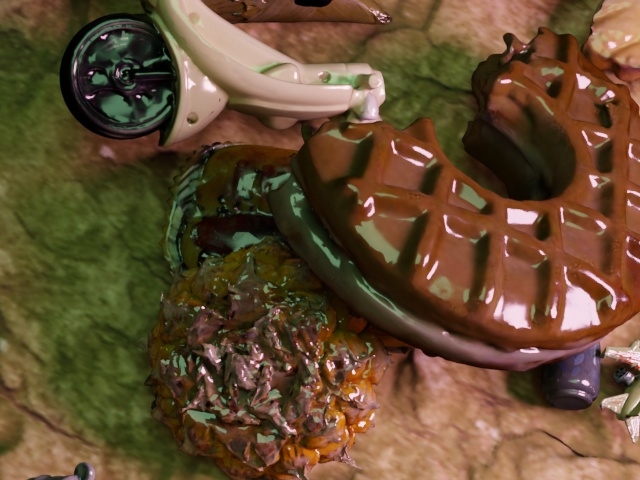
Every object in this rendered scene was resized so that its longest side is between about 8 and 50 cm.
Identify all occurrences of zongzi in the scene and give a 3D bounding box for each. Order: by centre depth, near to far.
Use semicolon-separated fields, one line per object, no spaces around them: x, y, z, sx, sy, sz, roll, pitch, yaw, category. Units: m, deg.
-0.052;-0.212;1.334;0.160;0.078;0.176;-42;87;-11;zongzi

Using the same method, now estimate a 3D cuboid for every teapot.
0.205;0.098;1.247;0.064;0.049;0.083;9;62;-3;teapot

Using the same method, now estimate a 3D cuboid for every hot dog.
0.000;0.000;1.251;0.270;0.082;0.162;14;68;1;hot dog

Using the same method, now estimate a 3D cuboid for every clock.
-0.034;-0.230;1.246;0.276;0.120;0.379;23;89;-14;clock

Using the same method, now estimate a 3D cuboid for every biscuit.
0.154;-0.029;1.202;0.366;0.115;0.268;-30;74;-38;biscuit
0.324;-0.205;1.367;0.118;0.061;0.183;42;74;9;biscuit

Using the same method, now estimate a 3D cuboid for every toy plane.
0.278;0.116;1.248;0.102;0.040;0.111;50;60;-18;toy plane

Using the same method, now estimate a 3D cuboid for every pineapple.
-0.049;0.100;1.177;0.225;0.076;0.225;1;95;6;pineapple

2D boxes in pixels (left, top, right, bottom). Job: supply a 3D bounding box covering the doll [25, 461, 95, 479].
-0.233;0.247;1.146;0.094;0.079;0.180;33;83;33;doll
